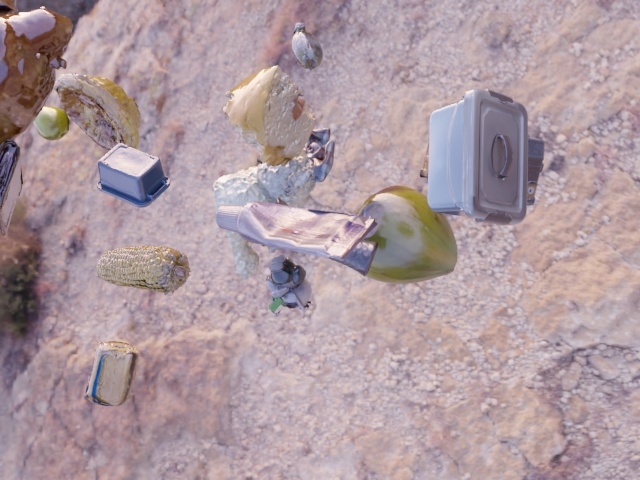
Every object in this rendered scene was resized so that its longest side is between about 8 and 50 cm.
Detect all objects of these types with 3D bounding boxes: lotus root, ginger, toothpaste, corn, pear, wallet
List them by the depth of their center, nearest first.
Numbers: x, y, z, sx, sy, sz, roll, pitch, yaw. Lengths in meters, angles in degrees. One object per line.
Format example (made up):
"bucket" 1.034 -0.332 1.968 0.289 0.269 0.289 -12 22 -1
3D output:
"ginger" -0.531 -0.256 1.017 0.358 0.152 0.274 -7 67 25
"wallet" -0.492 -0.076 1.050 0.198 0.031 0.110 153 132 -64
"toothpaste" -0.053 -0.023 1.094 0.283 0.068 0.099 11 69 32
"corn" -0.431 0.064 1.641 0.318 0.115 0.115 3 83 39
"pear" -0.704 -0.311 1.770 0.092 0.092 0.097 -38 97 31
"lotus root" -0.045 -0.591 2.074 0.088 0.088 0.165 -35 66 33

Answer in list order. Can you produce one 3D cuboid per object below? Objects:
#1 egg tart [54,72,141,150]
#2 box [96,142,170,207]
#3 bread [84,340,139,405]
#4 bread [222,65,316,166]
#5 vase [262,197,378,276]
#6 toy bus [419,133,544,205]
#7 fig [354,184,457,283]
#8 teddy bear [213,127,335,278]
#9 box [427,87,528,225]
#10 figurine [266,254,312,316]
"egg tart" -0.595 -0.363 1.861 0.290 0.290 0.115 10 55 44
"box" -0.285 -0.102 1.019 0.099 0.074 0.054 22 137 17
"bread" -0.334 0.214 1.086 0.053 0.072 0.105 -123 50 -64
"bread" -0.141 -0.287 1.674 0.224 0.184 0.211 7 75 51
"vase" 0.000 0.000 1.441 0.238 0.115 0.115 21 97 9
"toy bus" 0.352 -0.174 1.487 0.275 0.139 0.167 -142 58 -61
"fig" 0.199 0.003 1.612 0.271 0.239 0.239 32 105 13
"teddy bear" -0.103 -0.105 1.890 0.362 0.375 0.327 -13 44 5
"box" 0.278 -0.139 1.178 0.130 0.162 0.226 -6 81 52
"figurine" -0.084 0.127 1.887 0.126 0.192 0.147 -19 38 18
